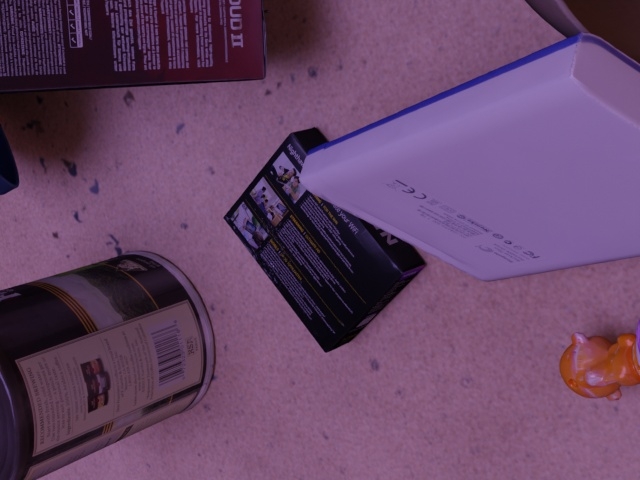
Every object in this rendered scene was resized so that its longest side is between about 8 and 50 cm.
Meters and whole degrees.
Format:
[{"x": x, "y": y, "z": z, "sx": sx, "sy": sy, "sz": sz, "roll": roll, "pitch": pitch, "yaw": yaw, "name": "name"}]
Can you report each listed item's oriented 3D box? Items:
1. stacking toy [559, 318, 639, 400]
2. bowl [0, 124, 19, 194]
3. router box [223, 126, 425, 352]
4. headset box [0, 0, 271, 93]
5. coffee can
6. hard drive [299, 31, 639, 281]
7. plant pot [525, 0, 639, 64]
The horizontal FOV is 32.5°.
[{"x": 0.299, "y": 0.080, "z": 0.814, "sx": 0.302, "sy": 0.166, "sz": 0.175, "roll": -21, "pitch": 107, "yaw": 51, "name": "stacking toy"}, {"x": -0.457, "y": -0.213, "z": 1.190, "sx": 0.077, "sy": 0.391, "sz": 0.391, "roll": -28, "pitch": 82, "yaw": -5, "name": "bowl"}, {"x": 0.000, "y": 0.000, "z": 1.075, "sx": 0.179, "sy": 0.046, "sz": 0.133, "roll": 52, "pitch": 127, "yaw": 14, "name": "router box"}, {"x": -0.194, "y": -0.197, "z": 1.006, "sx": 0.218, "sy": 0.293, "sz": 0.110, "roll": -156, "pitch": 62, "yaw": -66, "name": "headset box"}, {"x": -0.279, "y": 0.137, "z": 1.180, "sx": 0.201, "sy": 0.275, "sz": 0.201, "roll": 11, "pitch": 108, "yaw": 35, "name": "coffee can"}, {"x": 0.150, "y": -0.041, "z": 0.800, "sx": 0.318, "sy": 0.210, "sz": 0.040, "roll": -16, "pitch": 52, "yaw": 59, "name": "hard drive"}, {"x": 0.211, "y": -0.256, "z": 0.728, "sx": 0.191, "sy": 0.284, "sz": 0.284, "roll": -141, "pitch": 49, "yaw": -65, "name": "plant pot"}]
